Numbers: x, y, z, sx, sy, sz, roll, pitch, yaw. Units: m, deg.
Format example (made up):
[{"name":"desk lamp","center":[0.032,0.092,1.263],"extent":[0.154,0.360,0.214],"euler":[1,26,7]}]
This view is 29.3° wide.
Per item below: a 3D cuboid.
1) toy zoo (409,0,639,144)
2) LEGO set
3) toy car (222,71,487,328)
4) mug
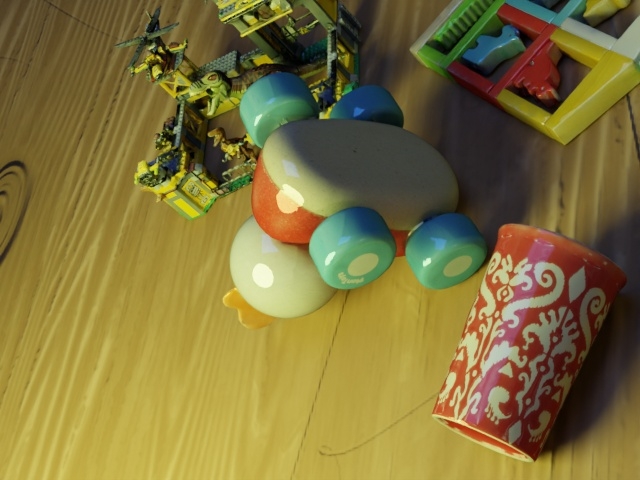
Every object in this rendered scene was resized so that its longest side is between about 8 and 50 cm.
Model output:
[{"name":"toy zoo","center":[0.237,-0.209,1.223],"extent":[0.192,0.030,0.293],"euler":[-48,40,0]},{"name":"LEGO set","center":[-0.108,-0.190,1.384],"extent":[0.331,0.192,0.255],"euler":[-14,51,33]},{"name":"toy car","center":[0.000,0.000,1.190],"extent":[0.238,0.210,0.219],"euler":[-56,47,35]},{"name":"mug","center":[0.168,0.091,1.017],"extent":[0.113,0.150,0.169],"euler":[23,78,10]}]
